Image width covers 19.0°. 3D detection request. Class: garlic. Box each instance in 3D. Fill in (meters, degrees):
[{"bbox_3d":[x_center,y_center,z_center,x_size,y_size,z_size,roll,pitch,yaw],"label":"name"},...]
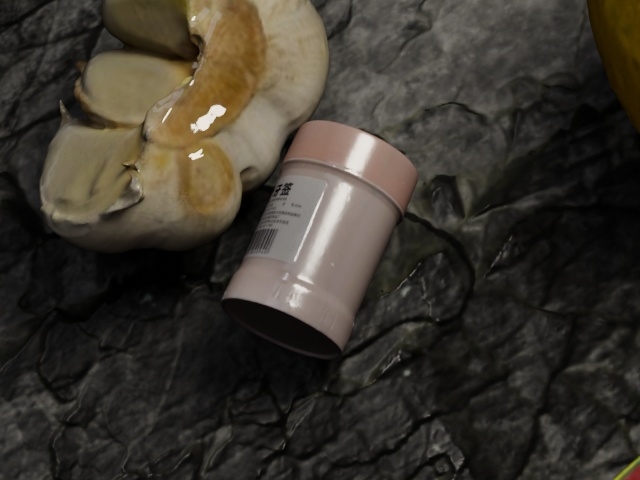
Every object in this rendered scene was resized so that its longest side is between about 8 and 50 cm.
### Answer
[{"bbox_3d":[-0.097,-0.117,1.459,0.203,0.184,0.281,15,89,52],"label":"garlic"}]

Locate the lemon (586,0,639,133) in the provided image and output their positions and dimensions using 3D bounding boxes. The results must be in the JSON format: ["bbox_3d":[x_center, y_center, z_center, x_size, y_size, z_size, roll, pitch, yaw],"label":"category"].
[{"bbox_3d":[0.316,-0.171,1.275,0.297,0.297,0.297,-8,62,15],"label":"lemon"}]

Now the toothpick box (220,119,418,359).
[{"bbox_3d":[0.000,0.000,1.399,0.098,0.098,0.149,15,70,25],"label":"toothpick box"}]

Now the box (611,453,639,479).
[{"bbox_3d":[0.292,0.192,1.205,0.313,0.089,0.197,-42,60,-4],"label":"box"}]
